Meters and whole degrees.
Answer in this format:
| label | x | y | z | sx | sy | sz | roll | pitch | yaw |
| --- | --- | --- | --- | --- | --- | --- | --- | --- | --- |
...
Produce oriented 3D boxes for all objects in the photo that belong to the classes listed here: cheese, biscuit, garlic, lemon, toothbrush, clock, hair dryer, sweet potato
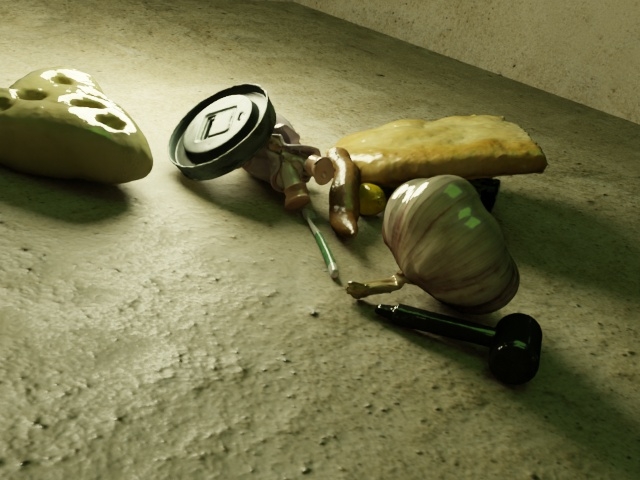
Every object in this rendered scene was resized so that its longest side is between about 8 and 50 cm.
| label | x | y | z | sx | sy | sz | roll | pitch | yaw |
| --- | --- | --- | --- | --- | --- | --- | --- | --- | --- |
| cheese | -0.424 | -0.205 | 1.505 | 0.328 | 0.130 | 0.351 | 18 | 25 | 13 |
| biscuit | 0.232 | -0.203 | 1.774 | 0.445 | 0.104 | 0.429 | -3 | 19 | 9 |
| garlic | 0.156 | 0.030 | 1.281 | 0.253 | 0.245 | 0.245 | -30 | 36 | -7 |
| lemon | 0.092 | -0.079 | 1.612 | 0.065 | 0.065 | 0.092 | -2 | 10 | -34 |
| toothbrush | 0.000 | 0.000 | 1.434 | 0.024 | 0.018 | 0.257 | 14 | 22 | -18 |
| clock | -0.188 | -0.208 | 1.583 | 0.226 | 0.049 | 0.226 | -19 | 42 | 18 |
| hair dryer | 0.195 | 0.131 | 1.200 | 0.248 | 0.071 | 0.114 | 15 | 23 | 11 |
| sweet potato | 0.046 | -0.076 | 1.537 | 0.059 | 0.067 | 0.281 | 39 | 31 | -32 |

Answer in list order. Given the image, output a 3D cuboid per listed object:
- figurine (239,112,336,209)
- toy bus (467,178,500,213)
| label | x | y | z | sx | sy | sz | roll | pitch | yaw |
| --- | --- | --- | --- | --- | --- | --- | --- | --- | --- |
| figurine | -0.081 | -0.164 | 1.611 | 0.200 | 0.133 | 0.276 | 1 | 28 | -37 |
| toy bus | 0.298 | -0.086 | 1.717 | 0.101 | 0.088 | 0.175 | 23 | 26 | 27 |
